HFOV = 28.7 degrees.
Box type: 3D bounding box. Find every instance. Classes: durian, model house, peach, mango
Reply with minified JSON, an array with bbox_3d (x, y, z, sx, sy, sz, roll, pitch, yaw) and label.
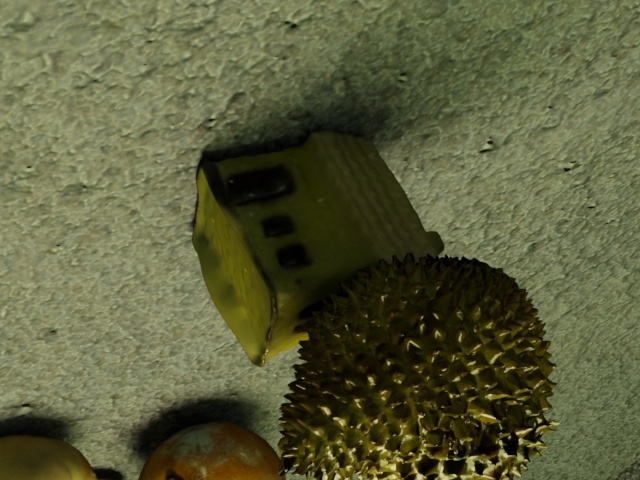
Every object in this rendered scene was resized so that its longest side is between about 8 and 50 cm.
[{"bbox_3d":[0.096,0.142,1.240,0.293,0.258,0.258,-4,148,-20],"label":"durian"},{"bbox_3d":[0.000,0.000,1.360,0.234,0.193,0.175,-16,150,-24],"label":"model house"},{"bbox_3d":[-0.413,0.356,1.683,0.232,0.232,0.232,-19,153,-10],"label":"peach"},{"bbox_3d":[-0.155,0.387,1.916,0.221,0.199,0.384,-28,154,5],"label":"mango"}]

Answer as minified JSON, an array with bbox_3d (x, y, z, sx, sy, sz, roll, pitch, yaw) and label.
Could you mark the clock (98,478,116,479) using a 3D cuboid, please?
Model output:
[{"bbox_3d":[-0.413,0.433,1.946,0.244,0.056,0.244,-18,154,-9],"label":"clock"}]
